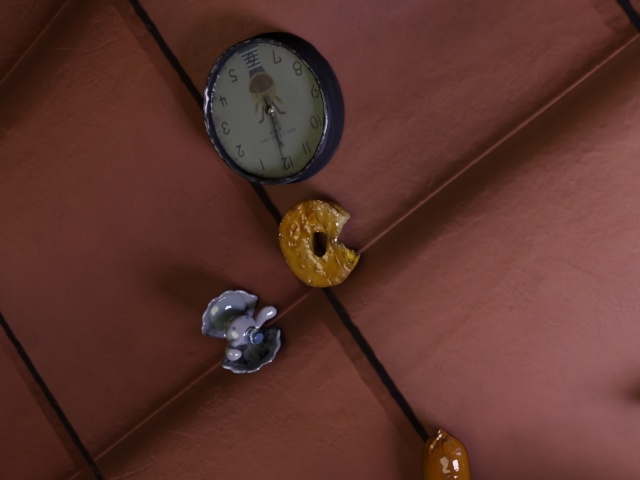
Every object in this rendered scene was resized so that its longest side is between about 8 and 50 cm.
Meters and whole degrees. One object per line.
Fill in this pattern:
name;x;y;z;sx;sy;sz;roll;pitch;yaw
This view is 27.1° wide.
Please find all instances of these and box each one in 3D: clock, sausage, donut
clock;-0.059;-0.155;1.580;0.184;0.040;0.185;8;106;30
sausage;0.151;0.304;1.557;0.062;0.054;0.183;17;117;62
donut;0.000;0.000;1.581;0.097;0.043;0.108;-2;102;32

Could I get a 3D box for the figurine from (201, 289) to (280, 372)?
figurine;-0.093;0.114;1.649;0.086;0.094;0.082;48;167;45
